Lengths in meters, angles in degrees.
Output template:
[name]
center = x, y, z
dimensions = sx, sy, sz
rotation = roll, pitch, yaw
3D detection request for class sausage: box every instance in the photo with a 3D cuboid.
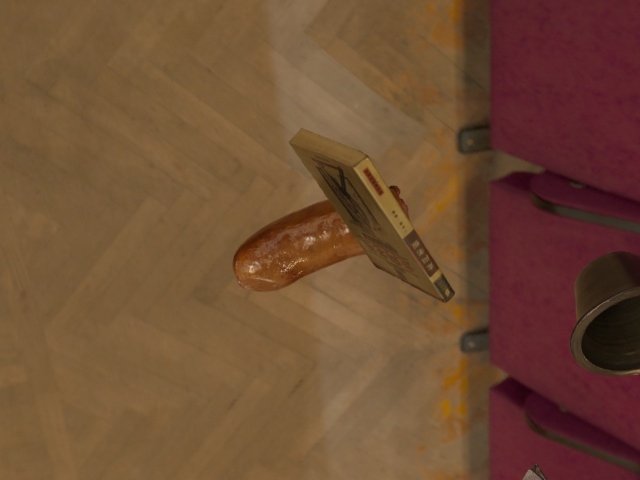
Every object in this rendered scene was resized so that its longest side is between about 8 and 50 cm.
[sausage]
center = -0.001, -0.001, 1.251
dimensions = 0.271, 0.109, 0.108
rotation = -21, 124, 8

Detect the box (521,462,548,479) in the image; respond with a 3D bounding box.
[box]
center = 0.425, 0.636, 1.663
dimensions = 0.106, 0.336, 0.264
rotation = -16, 146, -17

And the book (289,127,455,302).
[book]
center = 0.061, -0.029, 1.052
dimensions = 0.026, 0.161, 0.231
rotation = -43, 123, -11

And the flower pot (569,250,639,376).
[flower pot]
center = 0.547, 0.118, 1.560
dimensions = 0.235, 0.148, 0.235
rotation = -2, 131, -3
